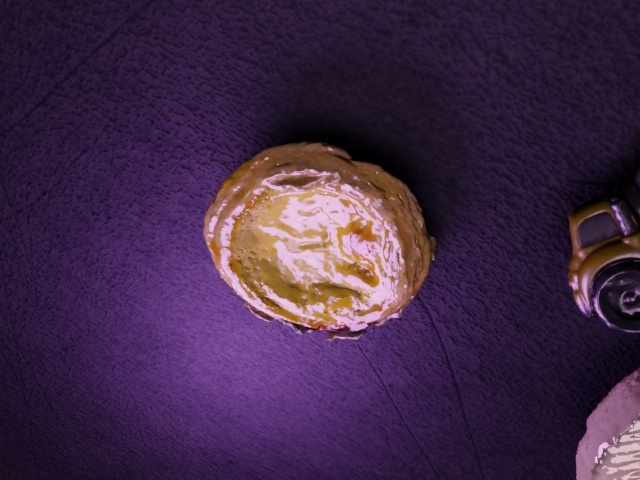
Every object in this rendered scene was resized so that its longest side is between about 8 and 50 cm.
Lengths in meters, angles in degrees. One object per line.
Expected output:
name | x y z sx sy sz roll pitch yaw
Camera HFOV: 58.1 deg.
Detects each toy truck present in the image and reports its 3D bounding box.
toy truck | 0.341 -0.020 0.557 0.224 0.147 0.165 -27 89 32

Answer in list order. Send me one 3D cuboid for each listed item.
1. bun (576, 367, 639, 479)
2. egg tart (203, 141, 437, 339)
bun | 0.443 0.245 0.688 0.259 0.152 0.259 6 113 15
egg tart | 0.000 0.000 0.685 0.279 0.095 0.279 6 130 8
